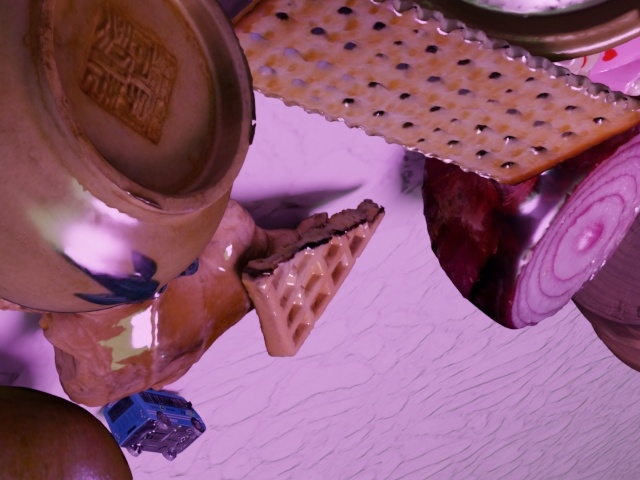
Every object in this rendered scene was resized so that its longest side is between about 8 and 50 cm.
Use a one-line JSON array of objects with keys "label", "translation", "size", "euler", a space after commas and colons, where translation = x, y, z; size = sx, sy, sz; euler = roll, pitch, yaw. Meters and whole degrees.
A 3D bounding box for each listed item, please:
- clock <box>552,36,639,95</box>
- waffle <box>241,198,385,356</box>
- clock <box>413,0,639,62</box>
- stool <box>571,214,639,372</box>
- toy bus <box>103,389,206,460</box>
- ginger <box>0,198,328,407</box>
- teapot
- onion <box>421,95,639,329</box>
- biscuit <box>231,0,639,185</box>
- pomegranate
[{"label": "clock", "translation": [0.168, -0.166, 0.830], "size": [0.195, 0.100, 0.194], "euler": [-23, 147, -26]}, {"label": "waffle", "translation": [0.000, 0.000, 0.908], "size": [0.152, 0.023, 0.097], "euler": [-55, 151, -31]}, {"label": "clock", "translation": [0.122, -0.202, 0.686], "size": [0.237, 0.057, 0.237], "euler": [-4, 128, -5]}, {"label": "stool", "translation": [0.316, 0.020, 1.243], "size": [0.179, 0.179, 0.264], "euler": [-39, 154, 5]}, {"label": "toy bus", "translation": [-0.129, 0.141, 1.049], "size": [0.038, 0.046, 0.083], "euler": [-43, 152, 14]}, {"label": "ginger", "translation": [-0.089, 0.030, 0.873], "size": [0.334, 0.081, 0.148], "euler": [-11, 117, -49]}, {"label": "teapot", "translation": [-0.143, -0.054, 0.587], "size": [0.182, 0.173, 0.269], "euler": [-17, 144, 38]}, {"label": "onion", "translation": [0.142, -0.048, 0.954], "size": [0.195, 0.140, 0.218], "euler": [-47, 153, 14]}, {"label": "biscuit", "translation": [0.057, -0.086, 0.746], "size": [0.231, 0.016, 0.139], "euler": [18, 155, -26]}, {"label": "pomegranate", "translation": [-0.215, 0.189, 0.844], "size": [0.179, 0.179, 0.210], "euler": [112, -4, -49]}]
